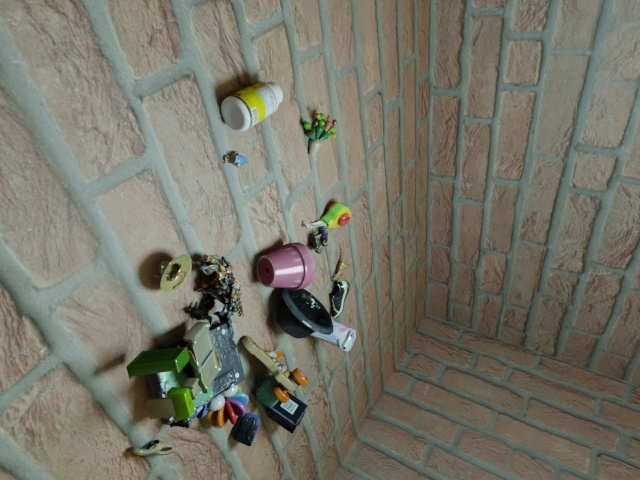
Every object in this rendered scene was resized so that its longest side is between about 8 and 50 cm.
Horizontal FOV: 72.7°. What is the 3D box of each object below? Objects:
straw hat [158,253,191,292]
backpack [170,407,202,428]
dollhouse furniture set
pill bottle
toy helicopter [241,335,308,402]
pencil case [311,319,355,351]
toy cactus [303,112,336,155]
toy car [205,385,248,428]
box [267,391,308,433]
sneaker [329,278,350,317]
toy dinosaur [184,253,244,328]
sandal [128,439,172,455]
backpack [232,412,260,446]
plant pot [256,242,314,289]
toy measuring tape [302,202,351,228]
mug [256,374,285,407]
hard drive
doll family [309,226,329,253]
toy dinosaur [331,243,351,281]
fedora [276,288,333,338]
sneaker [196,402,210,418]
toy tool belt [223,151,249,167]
[{"bbox_3d":[-0.472,0.093,1.358,0.144,0.061,0.144,-55,162,-27],"label":"straw hat"},{"bbox_3d":[-0.481,0.594,1.543,0.114,0.105,0.084,-41,117,-57],"label":"backpack"},{"bbox_3d":[-0.451,0.408,1.390,0.301,0.152,0.197,-68,148,-76],"label":"dollhouse furniture set"},{"bbox_3d":[-0.222,-0.457,1.456,0.215,0.117,0.117,-46,140,-40],"label":"pill bottle"},{"bbox_3d":[-0.220,0.520,1.887,0.140,0.235,0.355,-40,119,-4],"label":"toy helicopter"},{"bbox_3d":[0.044,0.463,2.194,0.124,0.273,0.113,-52,150,-37],"label":"pencil case"},{"bbox_3d":[-0.001,-0.452,1.865,0.219,0.112,0.180,-27,136,-63],"label":"toy cactus"},{"bbox_3d":[-0.363,0.666,1.739,0.182,0.136,0.159,-40,135,-45],"label":"toy car"},{"bbox_3d":[-0.159,0.817,2.078,0.108,0.153,0.207,-52,164,-33],"label":"box"},{"bbox_3d":[0.084,0.317,2.409,0.097,0.084,0.234,12,103,-24],"label":"sneaker"},{"bbox_3d":[-0.343,0.186,1.548,0.322,0.164,0.218,44,47,-34],"label":"toy dinosaur"},{"bbox_3d":[-0.574,0.709,1.490,0.180,0.072,0.049,42,46,-53],"label":"sandal"},{"bbox_3d":[-0.325,0.829,1.929,0.101,0.098,0.120,105,7,-80],"label":"backpack"},{"bbox_3d":[-0.155,0.115,1.792,0.180,0.201,0.201,-8,111,-41],"label":"plant pot"},{"bbox_3d":[0.048,-0.122,2.081,0.330,0.121,0.121,-9,112,-50],"label":"toy measuring tape"},{"bbox_3d":[-0.236,0.683,1.991,0.129,0.097,0.158,-51,-174,-27],"label":"mug"},{"bbox_3d":[-0.427,0.449,1.520,0.339,0.064,0.236,-20,98,-54],"label":"hard drive"},{"bbox_3d":[0.000,0.000,2.096,0.193,0.076,0.111,-37,129,-51],"label":"doll family"},{"bbox_3d":[0.121,0.130,2.371,0.112,0.064,0.211,18,88,-59],"label":"toy dinosaur"},{"bbox_3d":[-0.094,0.347,1.974,0.152,0.334,0.334,-46,152,12],"label":"fedora"},{"bbox_3d":[-0.419,0.556,1.648,0.091,0.081,0.232,4,99,-52],"label":"sneaker"},{"bbox_3d":[-0.288,-0.277,1.498,0.083,0.051,0.052,-4,107,-58],"label":"toy tool belt"}]
